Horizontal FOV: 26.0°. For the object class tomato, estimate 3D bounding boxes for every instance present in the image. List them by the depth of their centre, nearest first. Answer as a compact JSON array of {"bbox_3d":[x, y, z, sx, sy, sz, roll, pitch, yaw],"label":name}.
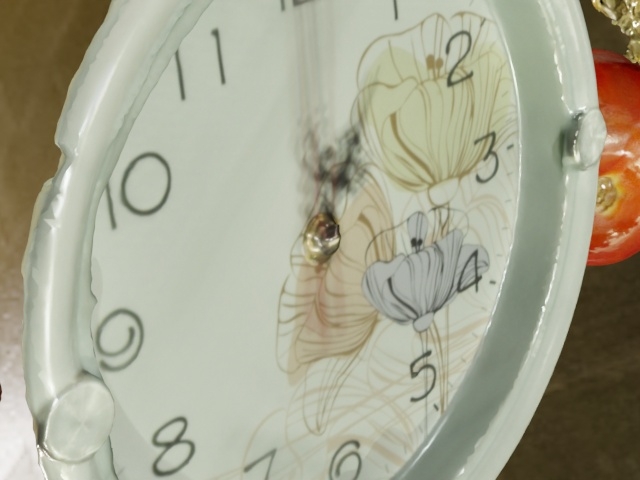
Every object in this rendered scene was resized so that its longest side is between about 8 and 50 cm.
[{"bbox_3d":[0.214,-0.072,1.147,0.136,0.195,0.195,-93,25,-50],"label":"tomato"}]

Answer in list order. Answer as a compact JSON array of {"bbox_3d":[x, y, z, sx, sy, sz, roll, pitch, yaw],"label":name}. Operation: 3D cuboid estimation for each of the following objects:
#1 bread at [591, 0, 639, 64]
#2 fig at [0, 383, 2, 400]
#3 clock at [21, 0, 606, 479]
[{"bbox_3d":[0.340,-0.187,1.072,0.174,0.245,0.121,-35,58,49],"label":"bread"},{"bbox_3d":[-0.323,0.087,0.821,0.224,0.263,0.224,-14,53,19],"label":"fig"},{"bbox_3d":[0.000,0.000,0.410,0.053,0.236,0.236,15,104,42],"label":"clock"}]
